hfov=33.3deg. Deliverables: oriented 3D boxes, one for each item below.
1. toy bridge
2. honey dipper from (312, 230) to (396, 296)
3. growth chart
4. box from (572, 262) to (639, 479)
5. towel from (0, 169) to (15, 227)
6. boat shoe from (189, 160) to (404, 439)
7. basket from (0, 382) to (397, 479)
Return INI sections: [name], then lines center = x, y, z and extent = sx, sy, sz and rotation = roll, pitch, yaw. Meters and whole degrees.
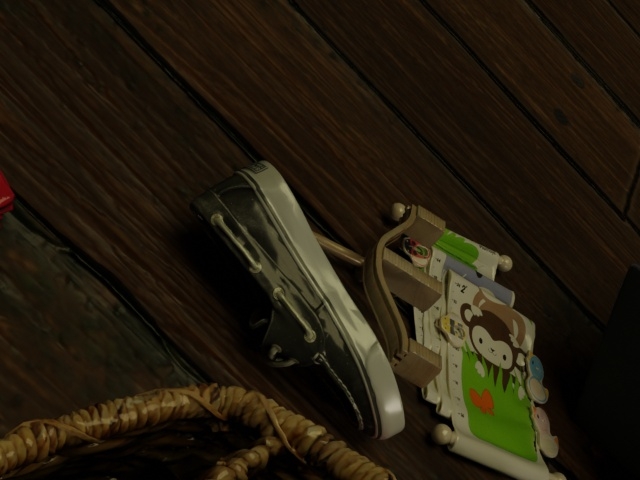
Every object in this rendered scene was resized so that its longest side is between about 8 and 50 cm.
[toy bridge]
center = 0.064, 0.029, 0.825
extent = 0.063, 0.026, 0.188
rotation = 31, 34, -16
[honey dipper]
center = 0.000, 0.000, 0.844
extent = 0.161, 0.030, 0.030
rotation = 27, 46, -23
[growth chart]
center = 0.136, 0.091, 0.912
extent = 0.172, 0.021, 0.237
rotation = 19, 51, -35
[box]
center = 0.434, 0.142, 0.897
extent = 0.294, 0.183, 0.296
rotation = -9, 34, -33
[towel]
center = -0.321, -0.065, 0.581
extent = 0.275, 0.031, 0.199
rotation = -19, 75, -49
[boat shoe]
center = -0.018, 0.054, 0.759
extent = 0.070, 0.078, 0.219
rotation = -31, 94, -18
[basket]
center = -0.090, 0.174, 0.475
extent = 0.299, 0.223, 0.213
rotation = -24, 79, -49
